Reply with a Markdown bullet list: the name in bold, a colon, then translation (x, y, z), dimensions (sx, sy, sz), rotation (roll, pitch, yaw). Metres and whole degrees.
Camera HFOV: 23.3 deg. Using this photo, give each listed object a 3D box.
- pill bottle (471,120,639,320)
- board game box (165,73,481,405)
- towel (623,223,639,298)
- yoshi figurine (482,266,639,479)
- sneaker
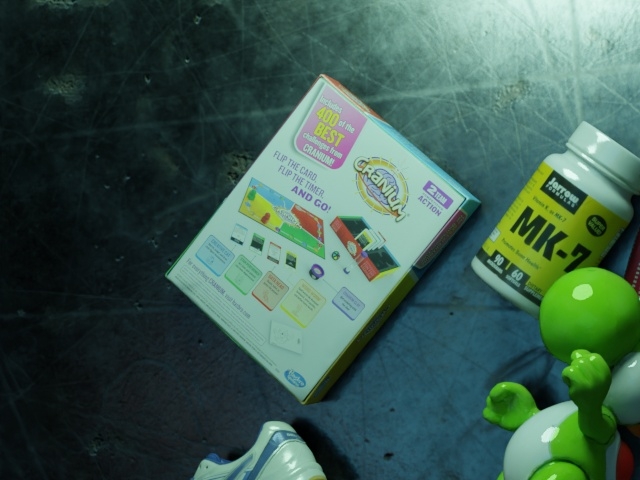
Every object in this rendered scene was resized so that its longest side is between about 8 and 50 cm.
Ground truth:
- **pill bottle**: translation (0.273, -0.021, 1.734), dimensions (0.119, 0.119, 0.208), rotation (37, 99, 17)
- **board game box**: translation (0.000, 0.000, 1.858), dimensions (0.242, 0.064, 0.316), rotation (42, 101, 17)
- **towel**: translation (0.462, 0.095, 1.708), dimensions (0.274, 0.031, 0.199), rotation (17, 95, 21)
- **yoshi figurine**: translation (0.250, 0.175, 1.645), dimensions (0.203, 0.203, 0.362), rotation (29, 78, 35)
- **sneaker**: translation (-0.124, 0.332, 1.878), dimensions (0.296, 0.112, 0.131), rotation (-34, 59, 13)
